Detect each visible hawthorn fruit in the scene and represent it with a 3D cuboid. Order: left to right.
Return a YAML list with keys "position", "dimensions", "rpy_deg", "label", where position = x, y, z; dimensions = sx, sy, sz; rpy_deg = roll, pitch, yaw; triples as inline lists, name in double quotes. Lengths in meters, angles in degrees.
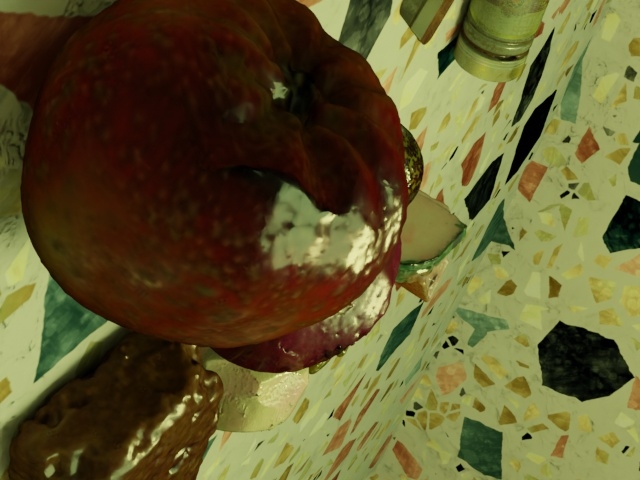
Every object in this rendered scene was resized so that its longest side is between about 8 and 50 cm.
- position: [-0.117, -0.059, 1.080]
  dimensions: [0.403, 0.402, 0.403]
  rpy_deg: [-50, 161, -24]
  label: "hawthorn fruit"

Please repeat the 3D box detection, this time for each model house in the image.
- position: [0.178, 0.048, 2.314]
  dimensions: [0.237, 0.202, 0.237]
  rpy_deg: [-43, 156, -40]
  label: "model house"

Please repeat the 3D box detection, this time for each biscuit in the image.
- position: [-0.303, 0.336, 1.555]
  dimensions: [0.342, 0.166, 0.395]
  rpy_deg: [-42, 158, -38]
  label: "biscuit"

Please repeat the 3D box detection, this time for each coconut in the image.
- position: [-0.123, 0.202, 1.723]
  dimensions: [0.227, 0.227, 0.230]
  rpy_deg: [-38, 161, -47]
  label: "coconut"

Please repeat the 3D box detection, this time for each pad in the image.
- position: [0.193, -0.378, 1.880]
  dimensions: [0.250, 0.055, 0.323]
  rpy_deg: [13, 90, -72]
  label: "pad"

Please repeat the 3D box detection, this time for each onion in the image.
- position: [-0.067, 0.012, 1.494]
  dimensions: [0.348, 0.347, 0.385]
  rpy_deg: [-55, -164, -9]
  label: "onion"

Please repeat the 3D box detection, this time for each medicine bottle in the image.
- position: [0.382, -0.490, 2.043]
  dimensions: [0.151, 0.151, 0.323]
  rpy_deg: [-42, 157, -42]
  label: "medicine bottle"

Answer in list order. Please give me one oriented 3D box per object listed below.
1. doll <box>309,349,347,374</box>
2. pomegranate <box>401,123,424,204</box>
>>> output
- position: [0.024, 0.217, 2.388]
  dimensions: [0.209, 0.097, 0.137]
  rpy_deg: [-47, -161, -11]
  label: "doll"
- position: [0.069, -0.097, 1.736]
  dimensions: [0.214, 0.214, 0.248]
  rpy_deg: [94, 6, -57]
  label: "pomegranate"
